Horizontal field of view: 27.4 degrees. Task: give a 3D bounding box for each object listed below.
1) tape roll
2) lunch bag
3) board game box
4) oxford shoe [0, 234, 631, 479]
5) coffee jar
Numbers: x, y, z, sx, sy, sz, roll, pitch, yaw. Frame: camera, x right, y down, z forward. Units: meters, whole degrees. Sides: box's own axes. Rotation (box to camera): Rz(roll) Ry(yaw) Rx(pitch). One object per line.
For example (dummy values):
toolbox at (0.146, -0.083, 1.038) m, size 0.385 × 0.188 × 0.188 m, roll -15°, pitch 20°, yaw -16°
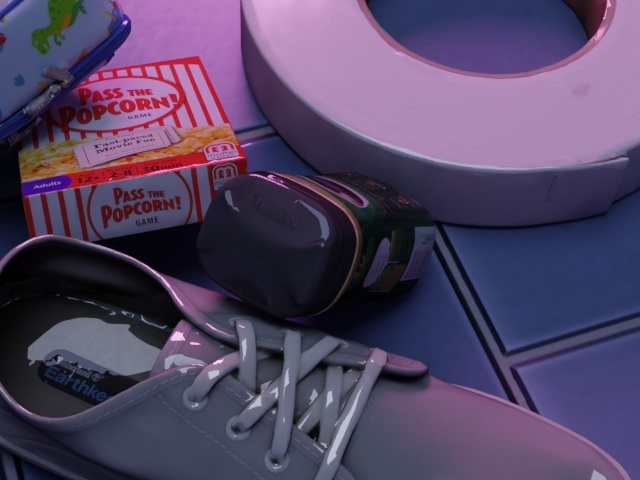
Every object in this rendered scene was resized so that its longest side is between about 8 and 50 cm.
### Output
tape roll at (0.128, -0.182, 1.051) m, size 0.392 × 0.072 × 0.392 m, roll 2°, pitch 54°, yaw -2°
lunch bag at (-0.251, -0.140, 0.941) m, size 0.219 × 0.090 × 0.176 m, roll 8°, pitch 46°, yaw 45°
board game box at (-0.139, -0.067, 0.926) m, size 0.147 × 0.045 × 0.193 m, roll -11°, pitch 30°, yaw -11°
oxford shoe at (-0.025, 0.112, 0.795) m, size 0.449 × 0.130 × 0.169 m, roll 18°, pitch 53°, yaw 9°
coffee jar at (0.000, 0.000, 0.847) m, size 0.096 × 0.079 × 0.184 m, roll 28°, pitch 13°, yaw 21°
